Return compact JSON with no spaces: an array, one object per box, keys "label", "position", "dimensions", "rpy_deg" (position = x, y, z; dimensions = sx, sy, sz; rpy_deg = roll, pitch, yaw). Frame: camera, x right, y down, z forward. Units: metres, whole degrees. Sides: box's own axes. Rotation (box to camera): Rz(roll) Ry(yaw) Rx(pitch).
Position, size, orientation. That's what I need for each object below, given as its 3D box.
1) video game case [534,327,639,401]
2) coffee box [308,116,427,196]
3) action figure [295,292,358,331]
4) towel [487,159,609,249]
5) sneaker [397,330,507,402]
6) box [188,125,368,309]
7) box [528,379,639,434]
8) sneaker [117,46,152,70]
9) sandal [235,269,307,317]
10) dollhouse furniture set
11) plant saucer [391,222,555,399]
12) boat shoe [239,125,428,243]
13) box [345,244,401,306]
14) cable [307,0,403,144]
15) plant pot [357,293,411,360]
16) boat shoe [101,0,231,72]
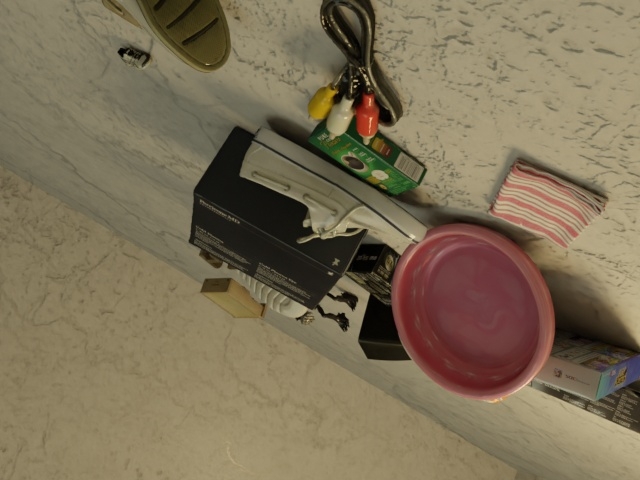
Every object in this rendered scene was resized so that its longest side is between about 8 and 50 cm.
[{"label":"video game case","position":[0.481,0.233,1.382],"dimensions":[0.244,0.061,0.269],"rpy_deg":[14,-171,40]},{"label":"coffee box","position":[0.079,-0.146,1.166],"dimensions":[0.184,0.040,0.113],"rpy_deg":[32,164,-14]},{"label":"action figure","position":[-0.019,0.170,2.089],"dimensions":[0.275,0.164,0.141],"rpy_deg":[25,-175,-19]},{"label":"towel","position":[0.338,-0.047,1.054],"dimensions":[0.144,0.029,0.197],"rpy_deg":[27,164,10]},{"label":"sneaker","position":[0.332,0.260,1.717],"dimensions":[0.321,0.124,0.180],"rpy_deg":[38,-152,-5]},{"label":"box","position":[-0.093,-0.033,1.503],"dimensions":[0.343,0.179,0.312],"rpy_deg":[29,159,-2]},{"label":"box","position":[0.584,0.332,1.578],"dimensions":[0.307,0.076,0.242],"rpy_deg":[22,180,24]},{"label":"sneaker","position":[-0.353,-0.345,1.302],"dimensions":[0.083,0.032,0.037],"rpy_deg":[16,159,37]},{"label":"sandal","position":[-0.174,0.052,2.037],"dimensions":[0.416,0.102,0.169],"rpy_deg":[41,124,14]},{"label":"dollhouse furniture set","position":[-0.209,0.072,1.903],"dimensions":[0.212,0.242,0.161],"rpy_deg":[-3,148,35]},{"label":"plant saucer","position":[0.286,0.127,1.290],"dimensions":[0.332,0.332,0.084],"rpy_deg":[15,-160,40]},{"label":"boat shoe","position":[0.009,-0.059,1.279],"dimensions":[0.367,0.156,0.136],"rpy_deg":[30,-174,1]},{"label":"box","position":[0.160,0.089,1.669],"dimensions":[0.180,0.077,0.147],"rpy_deg":[37,162,-25]},{"label":"cable","position":[0.051,-0.218,0.941],"dimensions":[0.139,0.072,0.287],"rpy_deg":[21,163,6]},{"label":"plant pot","position":[0.214,0.221,1.833],"dimensions":[0.167,0.188,0.187],"rpy_deg":[10,158,16]},{"label":"boat shoe","position":[-0.248,-0.360,0.965],"dimensions":[0.302,0.113,0.103],"rpy_deg":[48,158,-23]}]
